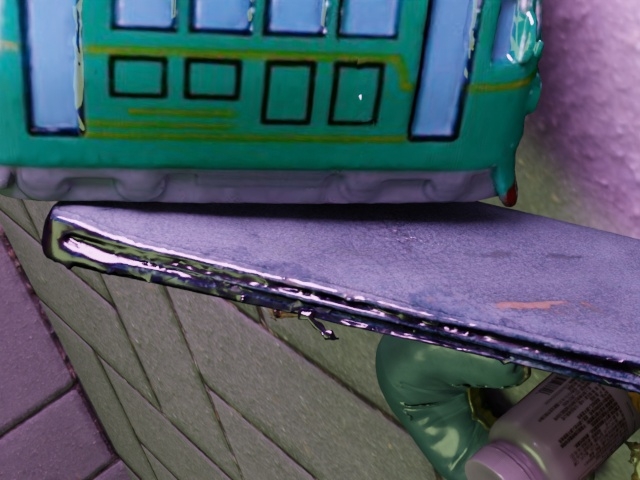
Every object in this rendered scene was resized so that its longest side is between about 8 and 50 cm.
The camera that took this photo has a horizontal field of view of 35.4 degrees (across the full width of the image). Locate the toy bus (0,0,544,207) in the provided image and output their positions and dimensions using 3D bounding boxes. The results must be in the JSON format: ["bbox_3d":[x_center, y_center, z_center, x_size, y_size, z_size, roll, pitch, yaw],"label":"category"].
[{"bbox_3d":[-0.035,-0.139,0.596,0.183,0.344,0.199,-104,18,-49],"label":"toy bus"}]

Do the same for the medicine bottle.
[{"bbox_3d":[0.184,0.156,0.794,0.079,0.140,0.079,42,153,27],"label":"medicine bottle"}]

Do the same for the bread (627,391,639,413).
[{"bbox_3d":[0.266,0.115,0.732,0.110,0.024,0.110,43,153,28],"label":"bread"}]

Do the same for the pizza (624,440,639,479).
[{"bbox_3d":[0.313,0.279,0.812,0.292,0.058,0.197,58,154,-2],"label":"pizza"}]

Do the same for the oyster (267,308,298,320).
[{"bbox_3d":[0.006,0.001,1.019,0.166,0.094,0.294,43,150,-18],"label":"oyster"}]

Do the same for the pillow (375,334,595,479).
[{"bbox_3d":[0.149,0.162,0.940,0.233,0.086,0.214,58,151,-10],"label":"pillow"}]

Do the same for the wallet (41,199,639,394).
[{"bbox_3d":[0.037,0.005,0.623,0.379,0.190,0.046,15,116,8],"label":"wallet"}]
